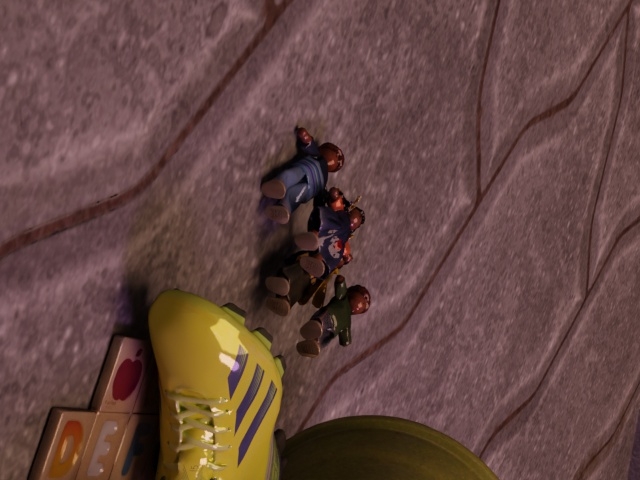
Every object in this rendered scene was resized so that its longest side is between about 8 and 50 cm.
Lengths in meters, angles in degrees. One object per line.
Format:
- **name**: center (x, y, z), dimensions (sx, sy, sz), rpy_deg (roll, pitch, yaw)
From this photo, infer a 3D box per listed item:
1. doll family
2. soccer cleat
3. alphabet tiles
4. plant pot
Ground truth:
- **doll family**: center (0.000, 0.000, 1.579), dimensions (0.111, 0.076, 0.193), rpy_deg (-37, 137, -50)
- **soccer cleat**: center (-0.086, 0.147, 1.424), dimensions (0.121, 0.093, 0.289), rpy_deg (-56, 155, -30)
- **alphabet tiles**: center (-0.171, 0.239, 1.431), dimensions (0.285, 0.011, 0.342), rpy_deg (18, 90, -69)
- **plant pot**: center (0.028, 0.309, 1.546), dimensions (0.254, 0.276, 0.276), rpy_deg (-44, 149, -76)
